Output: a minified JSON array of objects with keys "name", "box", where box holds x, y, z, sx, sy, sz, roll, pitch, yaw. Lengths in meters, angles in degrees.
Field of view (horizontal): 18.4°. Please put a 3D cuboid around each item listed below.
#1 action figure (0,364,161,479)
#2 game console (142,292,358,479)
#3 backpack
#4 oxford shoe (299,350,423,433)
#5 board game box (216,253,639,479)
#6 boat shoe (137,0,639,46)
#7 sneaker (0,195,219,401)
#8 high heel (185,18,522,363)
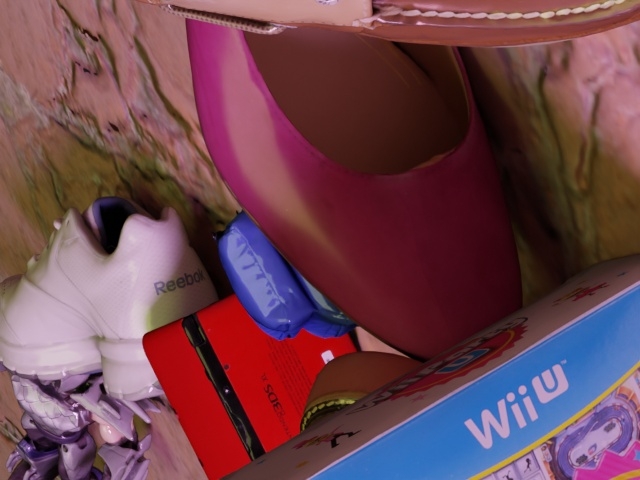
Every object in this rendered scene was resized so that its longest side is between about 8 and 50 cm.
[{"name":"action figure","box":[-0.210,0.153,1.582,0.185,0.099,0.285,44,154,20]},{"name":"game console","box":[-0.028,0.098,1.185,0.144,0.124,0.085,63,-178,-2]},{"name":"backpack","box":[0.000,0.000,0.992,0.120,0.101,0.098,105,140,-85]},{"name":"oxford shoe","box":[0.081,0.217,0.937,0.123,0.130,0.348,-18,120,44]},{"name":"board game box","box":[0.116,0.186,0.818,0.303,0.224,0.097,63,157,-4]},{"name":"boat shoe","box":[-0.024,-0.128,0.747,0.324,0.120,0.123,10,115,23]},{"name":"sneaker","box":[-0.147,0.031,1.361,0.297,0.111,0.129,0,103,56]},{"name":"high heel","box":[0.011,-0.120,0.844,0.377,0.127,0.181,59,149,-3]}]
